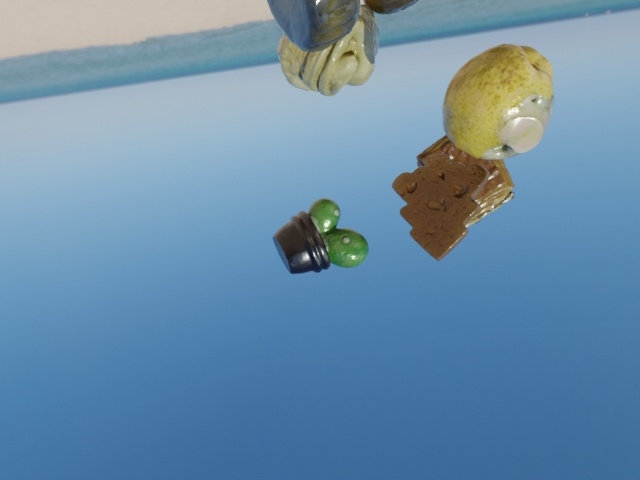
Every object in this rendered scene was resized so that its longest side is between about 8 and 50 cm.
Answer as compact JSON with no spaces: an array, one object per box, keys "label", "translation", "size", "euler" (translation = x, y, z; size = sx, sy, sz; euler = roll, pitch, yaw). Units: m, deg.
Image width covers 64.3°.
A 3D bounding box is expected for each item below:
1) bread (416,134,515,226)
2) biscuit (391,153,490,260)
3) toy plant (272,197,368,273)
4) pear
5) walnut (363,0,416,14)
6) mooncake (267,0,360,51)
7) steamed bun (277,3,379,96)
[{"label":"bread","translation":[0.508,-0.227,1.827],"size":[0.277,0.325,0.167],"euler":[-33,-175,4]},{"label":"biscuit","translation":[0.326,-0.093,1.428],"size":[0.278,0.302,0.043],"euler":[2,171,29]},{"label":"toy plant","translation":[0.000,0.000,1.419],"size":[0.235,0.218,0.175],"euler":[-26,173,-10]},{"label":"pear","translation":[0.421,-0.327,1.201],"size":[0.270,0.271,0.271],"euler":[-7,-160,3]},{"label":"walnut","translation":[0.228,-0.805,1.574],"size":[0.221,0.196,0.195],"euler":[-12,-163,24]},{"label":"mooncake","translation":[-0.023,-0.642,1.300],"size":[0.161,0.291,0.290],"euler":[-30,-155,-14]},{"label":"steamed bun","translation":[0.037,-0.594,1.655],"size":[0.372,0.231,0.324],"euler":[-9,-167,34]}]
